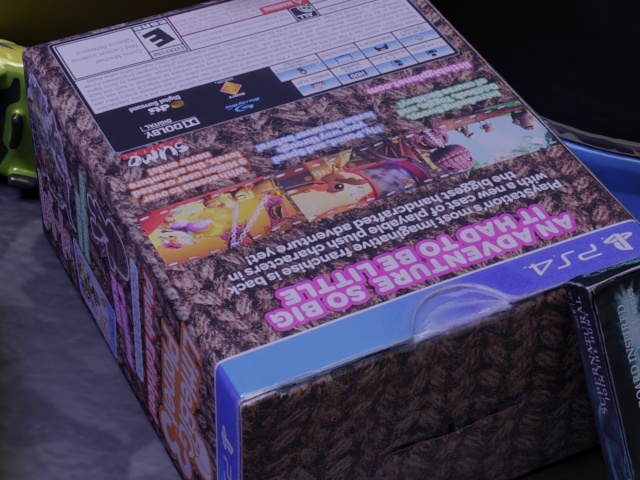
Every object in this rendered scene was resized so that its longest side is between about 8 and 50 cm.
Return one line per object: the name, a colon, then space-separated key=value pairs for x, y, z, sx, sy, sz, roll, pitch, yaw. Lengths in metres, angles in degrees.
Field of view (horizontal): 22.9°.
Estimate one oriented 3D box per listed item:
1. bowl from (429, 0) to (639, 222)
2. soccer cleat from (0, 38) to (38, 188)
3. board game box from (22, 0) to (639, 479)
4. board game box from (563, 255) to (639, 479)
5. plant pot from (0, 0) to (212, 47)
bowl: x=0.223 y=-0.139 z=1.066 sx=0.391 sy=0.077 sz=0.391 roll=1 pitch=43 yaw=-1
soccer cleat: x=-0.233 y=-0.108 z=1.002 sx=0.289 sy=0.093 sz=0.121 roll=12 pitch=37 yaw=9
board game box: x=0.000 y=0.000 z=0.858 sx=0.232 sy=0.141 sz=0.291 roll=-18 pitch=47 yaw=-20
board game box: x=0.194 y=0.091 z=0.757 sx=0.126 sy=0.186 sz=0.026 roll=-16 pitch=8 yaw=-19
plant pot: x=-0.158 y=-0.234 z=1.068 sx=0.212 sy=0.187 sz=0.212 roll=-9 pitch=44 yaw=-13
